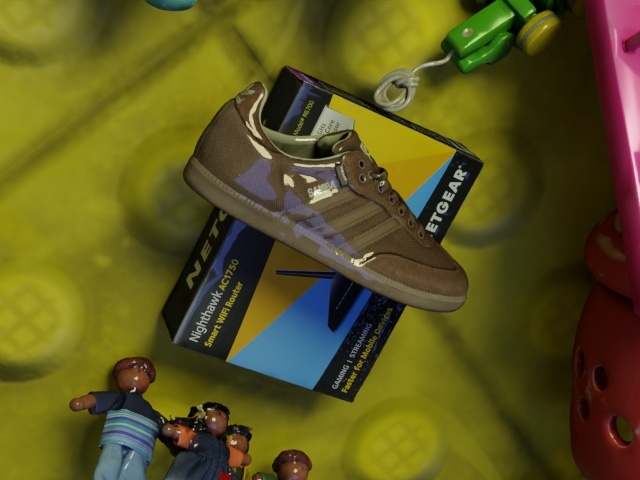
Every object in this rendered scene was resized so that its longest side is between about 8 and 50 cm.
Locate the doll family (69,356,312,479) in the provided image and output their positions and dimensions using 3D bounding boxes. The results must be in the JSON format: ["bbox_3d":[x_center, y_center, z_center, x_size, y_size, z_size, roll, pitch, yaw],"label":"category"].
[{"bbox_3d":[-0.073,0.143,0.757,0.076,0.111,0.193,-17,137,27],"label":"doll family"}]

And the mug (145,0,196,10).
[{"bbox_3d":[-0.068,-0.212,0.602,0.158,0.097,0.129,-44,120,4],"label":"mug"}]

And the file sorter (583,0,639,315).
[{"bbox_3d":[0.276,-0.123,0.628,0.202,0.182,0.290,0,76,-24],"label":"file sorter"}]

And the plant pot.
[{"bbox_3d":[0.258,0.068,0.788,0.191,0.191,0.174,-11,113,-14],"label":"plant pot"}]

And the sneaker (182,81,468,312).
[{"bbox_3d":[0.019,-0.021,0.681,0.188,0.066,0.071,26,102,-25],"label":"sneaker"}]

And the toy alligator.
[{"bbox_3d":[0.112,-0.131,0.730,0.190,0.056,0.051,-37,160,-1],"label":"toy alligator"}]

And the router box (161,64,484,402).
[{"bbox_3d":[0.000,0.000,0.749,0.133,0.046,0.179,21,104,-25],"label":"router box"}]
